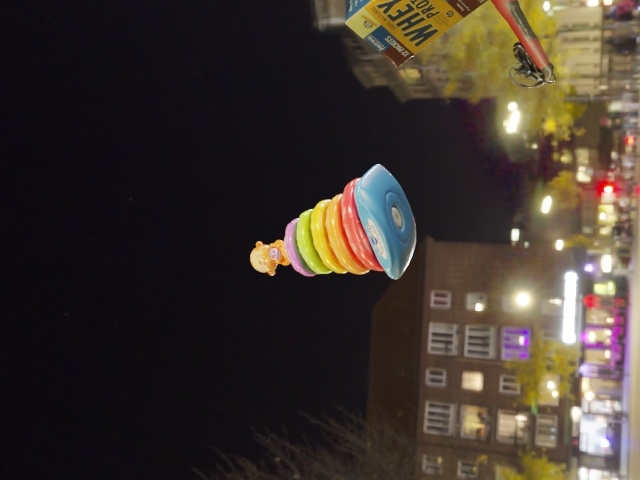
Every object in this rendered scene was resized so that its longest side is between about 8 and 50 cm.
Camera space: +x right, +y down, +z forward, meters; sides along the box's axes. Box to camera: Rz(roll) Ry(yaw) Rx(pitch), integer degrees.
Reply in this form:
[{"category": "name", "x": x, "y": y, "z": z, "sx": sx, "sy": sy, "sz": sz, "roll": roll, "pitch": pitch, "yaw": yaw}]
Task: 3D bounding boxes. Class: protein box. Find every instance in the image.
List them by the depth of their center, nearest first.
[{"category": "protein box", "x": 0.161, "y": -0.454, "z": 1.329, "sx": 0.136, "sy": 0.201, "sz": 0.199, "roll": 33, "pitch": -138, "yaw": -32}]

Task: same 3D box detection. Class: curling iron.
[{"category": "curling iron", "x": 0.221, "y": -0.310, "z": 0.985, "sx": 0.035, "sy": 0.068, "sz": 0.274, "roll": -43, "pitch": -73, "yaw": -25}]

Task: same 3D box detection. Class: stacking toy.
[{"category": "stacking toy", "x": 0.000, "y": 0.000, "z": 1.334, "sx": 0.175, "sy": 0.302, "sz": 0.166, "roll": 66, "pitch": -153, "yaw": -14}]
